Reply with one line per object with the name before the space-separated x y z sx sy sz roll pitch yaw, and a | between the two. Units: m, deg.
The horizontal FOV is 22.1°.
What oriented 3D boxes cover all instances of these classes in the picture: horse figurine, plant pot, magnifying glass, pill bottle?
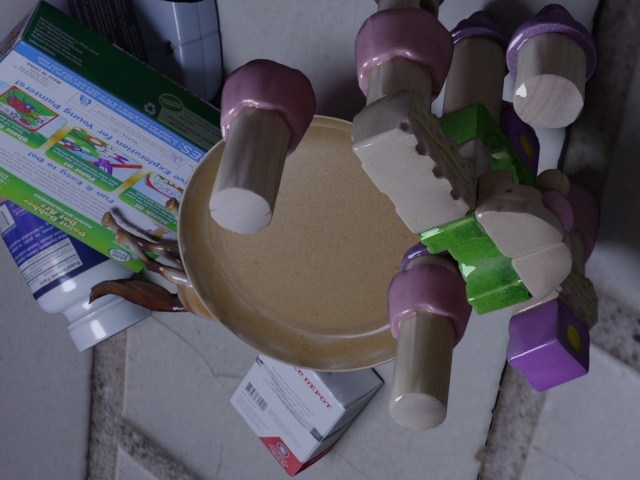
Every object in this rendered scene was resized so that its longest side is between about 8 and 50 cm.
horse figurine | -0.096 0.020 1.487 0.174 0.066 0.263 39 140 -26
plant pot | 0.000 0.000 1.343 0.236 0.032 0.236 6 118 12
magnifying glass | 0.019 -0.024 1.356 0.092 0.026 0.231 29 119 -1
pill bottle | -0.250 0.012 1.649 0.112 0.112 0.186 -29 90 51

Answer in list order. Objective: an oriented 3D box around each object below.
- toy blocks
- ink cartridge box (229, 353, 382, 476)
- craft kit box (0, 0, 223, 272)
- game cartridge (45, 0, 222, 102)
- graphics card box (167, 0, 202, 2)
toy blocks | 0.128 -0.073 1.136 0.309 0.260 0.288 -21 126 28
ink cartridge box | -0.015 0.139 1.507 0.099 0.056 0.135 50 140 14
craft kit box | -0.206 -0.084 1.488 0.250 0.061 0.247 32 144 -21
game cartridge | -0.185 -0.259 1.470 0.196 0.060 0.294 6 116 50
graphics card box | -0.057 -0.364 1.134 0.233 0.094 0.370 -2 89 46
